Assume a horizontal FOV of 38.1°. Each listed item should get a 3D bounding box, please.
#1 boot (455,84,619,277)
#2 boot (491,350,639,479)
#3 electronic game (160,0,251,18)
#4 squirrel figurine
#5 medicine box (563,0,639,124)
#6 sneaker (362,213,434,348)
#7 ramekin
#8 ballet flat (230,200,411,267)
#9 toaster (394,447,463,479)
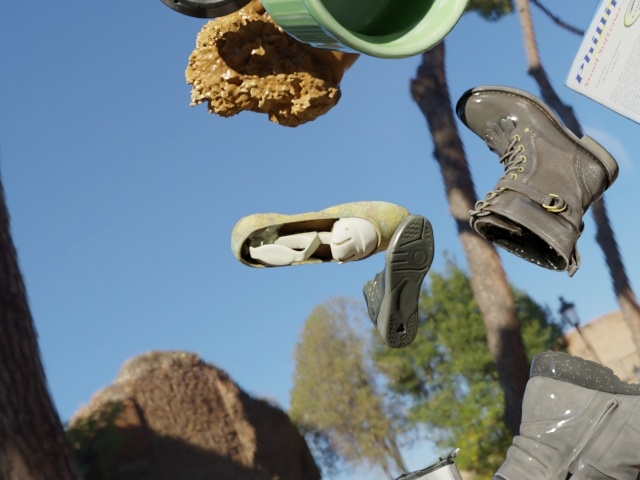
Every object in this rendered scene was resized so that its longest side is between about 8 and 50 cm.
[{"bbox_3d":[0.251,-0.084,1.198,0.229,0.263,0.091,-44,-21,-40],"label":"boot"},{"bbox_3d":[0.415,0.297,1.229,0.338,0.222,0.118,12,-27,21],"label":"boot"},{"bbox_3d":[-0.194,-0.485,1.545,0.230,0.048,0.229,-1,-64,-3],"label":"electronic game"},{"bbox_3d":[-0.112,-0.420,1.776,0.371,0.396,0.281,32,-31,-24],"label":"squirrel figurine"},{"bbox_3d":[0.418,-0.158,0.910,0.289,0.264,0.149,-90,21,-74],"label":"medicine box"},{"bbox_3d":[0.127,0.057,1.585,0.087,0.130,0.227,1,-73,-20],"label":"sneaker"},{"bbox_3d":[0.049,-0.386,1.204,0.304,0.303,0.148,-10,12,-34],"label":"ramekin"},{"bbox_3d":[0.000,0.000,1.750,0.349,0.123,0.123,-3,-21,7],"label":"ballet flat"},{"bbox_3d":[0.140,0.414,1.408,0.168,0.110,0.185,-20,-22,-16],"label":"toaster"}]
